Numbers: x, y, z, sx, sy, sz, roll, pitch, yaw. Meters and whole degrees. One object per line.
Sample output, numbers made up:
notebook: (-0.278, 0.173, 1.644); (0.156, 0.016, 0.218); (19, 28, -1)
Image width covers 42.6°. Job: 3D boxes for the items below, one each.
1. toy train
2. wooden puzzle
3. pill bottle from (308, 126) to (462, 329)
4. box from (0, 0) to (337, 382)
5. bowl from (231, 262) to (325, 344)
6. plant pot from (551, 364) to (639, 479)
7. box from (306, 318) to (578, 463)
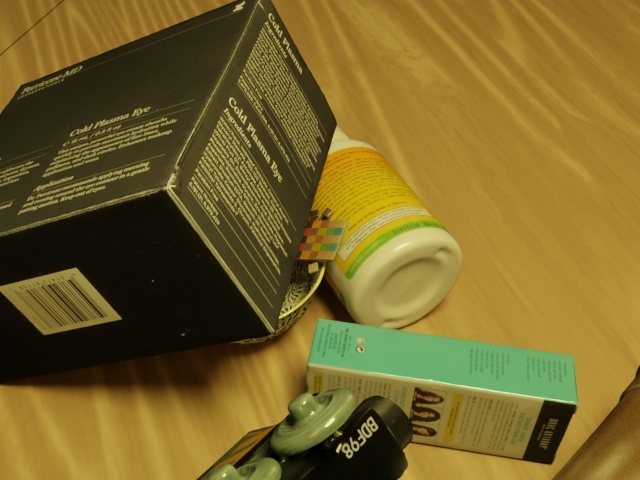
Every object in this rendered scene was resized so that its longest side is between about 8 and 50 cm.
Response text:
toy train: (-0.067, 0.236, 0.625); (0.334, 0.190, 0.142); (-39, 98, -39)
wooden puzzle: (0.000, 0.000, 0.839); (0.049, 0.006, 0.083); (0, 53, 31)
pill bottle: (0.040, -0.028, 0.930); (0.136, 0.136, 0.245); (-18, 48, -20)
box: (-0.191, -0.051, 0.821); (0.343, 0.179, 0.312); (-12, 40, 26)
bowl: (-0.074, 0.054, 0.875); (0.170, 0.080, 0.170); (-5, 44, 5)
plant pot: (0.289, 0.206, 0.695); (0.165, 0.167, 0.167); (-33, 54, -22)
box: (0.110, 0.143, 0.784); (0.244, 0.100, 0.060); (8, 44, 5)
